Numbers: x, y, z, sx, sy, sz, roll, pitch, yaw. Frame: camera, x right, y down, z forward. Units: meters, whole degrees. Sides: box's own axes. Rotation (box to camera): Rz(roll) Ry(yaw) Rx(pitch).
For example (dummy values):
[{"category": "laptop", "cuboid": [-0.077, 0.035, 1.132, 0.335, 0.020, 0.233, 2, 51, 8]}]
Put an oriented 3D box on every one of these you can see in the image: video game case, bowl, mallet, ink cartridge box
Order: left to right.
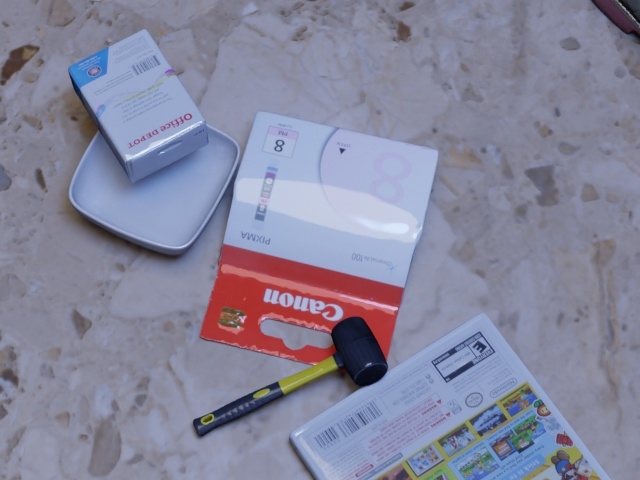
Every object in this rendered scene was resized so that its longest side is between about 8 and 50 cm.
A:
[{"category": "ink cartridge box", "cuboid": [-0.175, -0.129, 1.562, 0.088, 0.052, 0.122, -28, 68, -12]}, {"category": "bowl", "cuboid": [-0.163, -0.057, 1.587, 0.142, 0.053, 0.142, 24, 67, 8]}, {"category": "mallet", "cuboid": [-0.033, 0.127, 1.513, 0.190, 0.039, 0.062, -19, 55, 2]}, {"category": "ink cartridge box", "cuboid": [0.000, 0.000, 1.568, 0.189, 0.066, 0.232, 13, 62, 4]}, {"category": "video game case", "cuboid": [0.120, 0.205, 1.496, 0.227, 0.026, 0.206, -31, 70, -15]}]

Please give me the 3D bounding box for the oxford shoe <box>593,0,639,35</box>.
[{"category": "oxford shoe", "cuboid": [0.405, -0.217, 1.635, 0.348, 0.130, 0.123, 42, 71, 15]}]
